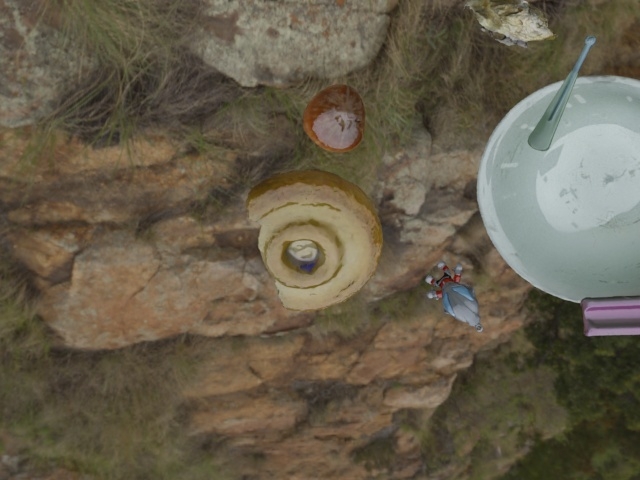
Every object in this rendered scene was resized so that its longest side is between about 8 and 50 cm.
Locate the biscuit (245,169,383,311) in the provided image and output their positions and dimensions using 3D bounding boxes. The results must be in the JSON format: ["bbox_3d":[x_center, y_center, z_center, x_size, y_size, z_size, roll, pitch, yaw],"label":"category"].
[{"bbox_3d":[0.000,0.001,0.916,0.213,0.091,0.274,-20,121,4],"label":"biscuit"}]

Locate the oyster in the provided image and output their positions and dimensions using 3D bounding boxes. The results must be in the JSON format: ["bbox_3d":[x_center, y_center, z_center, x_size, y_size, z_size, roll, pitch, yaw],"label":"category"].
[{"bbox_3d":[0.370,-0.458,1.074,0.133,0.209,0.072,-3,144,-6],"label":"oyster"}]

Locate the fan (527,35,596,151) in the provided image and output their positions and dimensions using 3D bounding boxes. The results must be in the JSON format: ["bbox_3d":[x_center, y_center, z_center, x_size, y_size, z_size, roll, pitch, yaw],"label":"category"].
[{"bbox_3d":[0.396,-0.239,0.885,0.016,0.038,0.193,-10,125,-64],"label":"fan"}]

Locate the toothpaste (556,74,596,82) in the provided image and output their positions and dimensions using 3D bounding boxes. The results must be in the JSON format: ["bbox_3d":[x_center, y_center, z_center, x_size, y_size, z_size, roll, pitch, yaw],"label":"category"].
[{"bbox_3d":[0.798,-0.337,1.653,0.110,0.327,0.077,-6,172,21],"label":"toothpaste"}]

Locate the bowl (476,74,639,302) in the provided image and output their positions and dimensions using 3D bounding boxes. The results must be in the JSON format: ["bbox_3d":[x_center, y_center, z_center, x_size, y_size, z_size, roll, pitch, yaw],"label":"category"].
[{"bbox_3d":[0.552,-0.109,1.069,0.196,0.434,0.434,-21,157,-41],"label":"bowl"}]

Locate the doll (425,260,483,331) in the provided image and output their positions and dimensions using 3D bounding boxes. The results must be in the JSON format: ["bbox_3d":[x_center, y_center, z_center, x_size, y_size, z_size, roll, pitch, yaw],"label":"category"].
[{"bbox_3d":[0.179,0.074,0.710,0.057,0.114,0.039,-27,134,-3],"label":"doll"}]

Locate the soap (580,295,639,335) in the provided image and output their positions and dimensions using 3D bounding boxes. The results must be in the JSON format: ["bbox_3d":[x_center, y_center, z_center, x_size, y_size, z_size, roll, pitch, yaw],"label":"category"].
[{"bbox_3d":[0.540,0.121,0.887,0.203,0.065,0.122,-7,170,24],"label":"soap"}]

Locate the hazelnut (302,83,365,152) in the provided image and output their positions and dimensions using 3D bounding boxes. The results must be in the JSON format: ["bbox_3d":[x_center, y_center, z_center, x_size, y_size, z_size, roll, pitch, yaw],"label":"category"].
[{"bbox_3d":[0.035,-0.324,1.441,0.182,0.182,0.182,-2,141,-2],"label":"hazelnut"}]
